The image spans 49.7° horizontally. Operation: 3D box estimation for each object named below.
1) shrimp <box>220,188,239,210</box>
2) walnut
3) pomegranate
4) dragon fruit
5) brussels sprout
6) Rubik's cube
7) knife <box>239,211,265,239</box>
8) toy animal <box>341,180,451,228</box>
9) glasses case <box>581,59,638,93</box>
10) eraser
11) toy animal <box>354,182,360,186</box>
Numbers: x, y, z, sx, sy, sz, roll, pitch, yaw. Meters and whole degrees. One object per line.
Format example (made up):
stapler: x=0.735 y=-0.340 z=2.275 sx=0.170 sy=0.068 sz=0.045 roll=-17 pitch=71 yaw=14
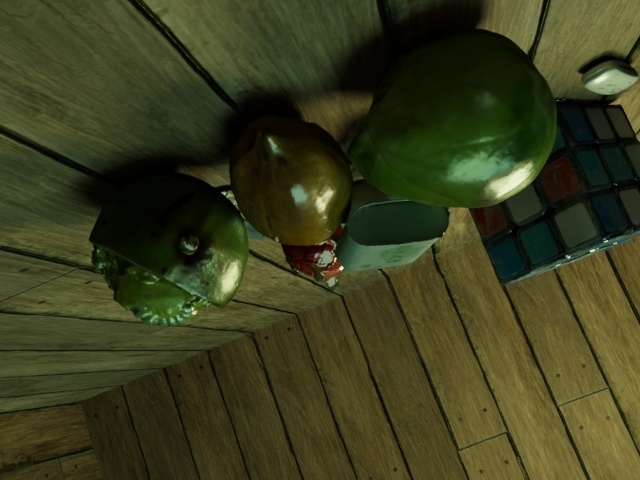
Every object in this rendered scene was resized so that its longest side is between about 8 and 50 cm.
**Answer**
shrimp: x=-0.228 y=-0.060 z=1.360 sx=0.180 sy=0.041 sz=0.099 roll=-19 pitch=166 yaw=-9
walnut: x=-0.050 y=-0.101 z=1.124 sx=0.209 sy=0.209 sz=0.336 roll=-22 pitch=163 yaw=4
pomegranate: x=-0.262 y=0.006 z=1.178 sx=0.260 sy=0.261 sz=0.340 roll=-16 pitch=-162 yaw=-22
dragon fruit: x=0.000 y=0.000 z=1.627 sx=0.193 sy=0.192 sz=0.274 roll=6 pitch=138 yaw=-13
brussels sprout: x=0.201 y=-0.185 z=1.068 sx=0.344 sy=0.268 sz=0.344 roll=0 pitch=-171 yaw=0
Rubik's cube: x=0.615 y=-0.118 z=1.768 sx=0.362 sy=0.359 sz=0.363 roll=-13 pitch=165 yaw=-41
knife: x=-0.183 y=-0.039 z=1.534 sx=0.073 sy=0.041 sz=0.265 roll=-38 pitch=162 yaw=21
toy animal: x=0.135 y=-0.088 z=1.427 sx=0.310 sy=0.183 sz=0.247 roll=-30 pitch=131 yaw=33
glasses case: x=0.630 y=-0.353 z=1.498 sx=0.076 sy=0.049 sz=0.197 roll=-31 pitch=164 yaw=38
eraser: x=0.121 y=-0.007 z=1.236 sx=0.174 sy=0.081 sz=0.227 roll=-5 pitch=167 yaw=-5
toy animal: x=0.119 y=-0.097 z=1.677 sx=0.089 sy=0.083 sz=0.150 roll=-27 pitch=166 yaw=14
